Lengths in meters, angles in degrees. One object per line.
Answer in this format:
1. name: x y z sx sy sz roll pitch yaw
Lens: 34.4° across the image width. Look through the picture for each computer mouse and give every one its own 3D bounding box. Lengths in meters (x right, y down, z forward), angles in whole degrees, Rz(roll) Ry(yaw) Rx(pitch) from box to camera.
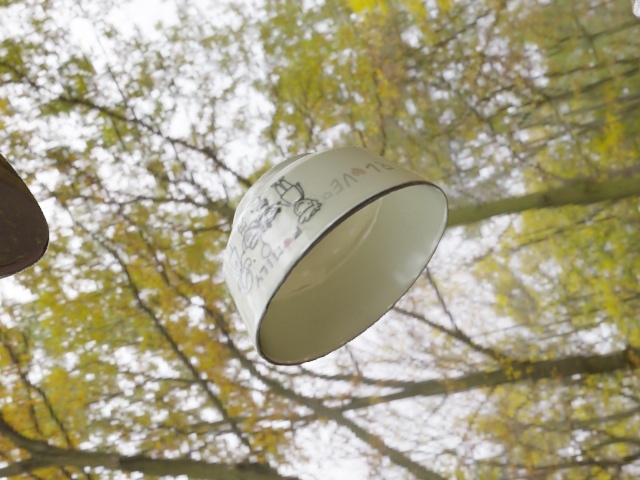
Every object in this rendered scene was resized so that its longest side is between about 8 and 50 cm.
1. computer mouse: -0.293 -0.050 0.752 0.232 0.057 0.120 41 -147 27

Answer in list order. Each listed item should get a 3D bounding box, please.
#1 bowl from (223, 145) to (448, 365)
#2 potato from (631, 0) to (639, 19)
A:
1. bowl: 0.000 0.000 1.016 0.126 0.237 0.238 47 -163 28
2. potato: 0.194 -0.124 0.194 0.112 0.255 0.269 7 -154 -33
